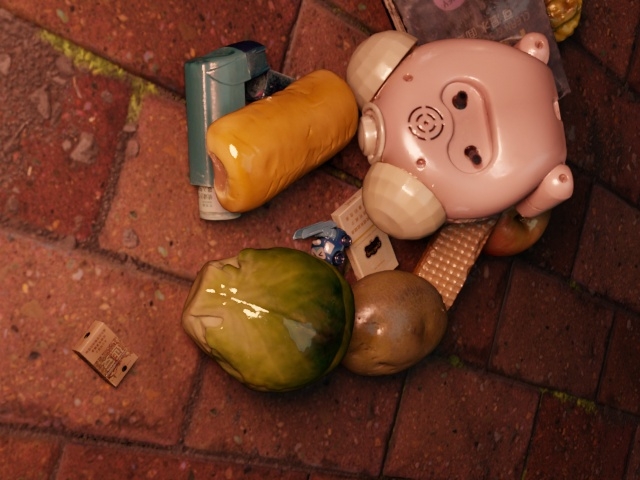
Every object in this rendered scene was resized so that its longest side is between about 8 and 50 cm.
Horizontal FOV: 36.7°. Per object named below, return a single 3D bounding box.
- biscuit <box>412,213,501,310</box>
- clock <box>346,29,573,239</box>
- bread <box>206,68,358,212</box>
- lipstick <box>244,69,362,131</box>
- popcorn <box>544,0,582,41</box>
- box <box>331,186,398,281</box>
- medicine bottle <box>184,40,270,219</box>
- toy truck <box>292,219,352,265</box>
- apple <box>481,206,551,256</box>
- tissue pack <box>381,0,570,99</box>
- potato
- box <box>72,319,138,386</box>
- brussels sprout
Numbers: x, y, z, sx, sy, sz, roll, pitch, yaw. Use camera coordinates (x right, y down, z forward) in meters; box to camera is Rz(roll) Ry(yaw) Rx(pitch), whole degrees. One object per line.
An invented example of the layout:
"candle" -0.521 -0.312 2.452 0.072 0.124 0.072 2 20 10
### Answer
"biscuit" 0.248 -0.003 1.733 0.094 0.054 0.378 26 102 -3
"clock" 0.213 -0.175 1.551 0.326 0.184 0.342 -5 73 -8
"bread" -0.045 -0.150 1.396 0.305 0.091 0.142 -38 132 -45
"lipstick" 0.004 -0.213 1.566 0.312 0.051 0.051 12 83 -47
"popcorn" 0.411 -0.472 1.845 0.155 0.198 0.197 38 66 -73
"box" 0.080 0.000 1.691 0.090 0.024 0.167 -42 124 -32
"medicine bottle" -0.139 -0.162 1.406 0.124 0.079 0.258 -10 103 -49
"toy truck" 0.000 0.000 1.595 0.090 0.056 0.073 35 67 -29
"apple" 0.335 -0.068 1.844 0.209 0.164 0.209 -14 114 -34
"tissue pack" 0.274 -0.360 1.703 0.259 0.122 0.361 -28 122 -3
"potato" 0.117 0.142 1.650 0.235 0.160 0.178 3 135 -35
"box" -0.297 0.156 1.333 0.053 0.024 0.083 -56 129 -24
"brussels sprout" -0.078 0.114 1.431 0.271 0.210 0.219 19 77 -29
